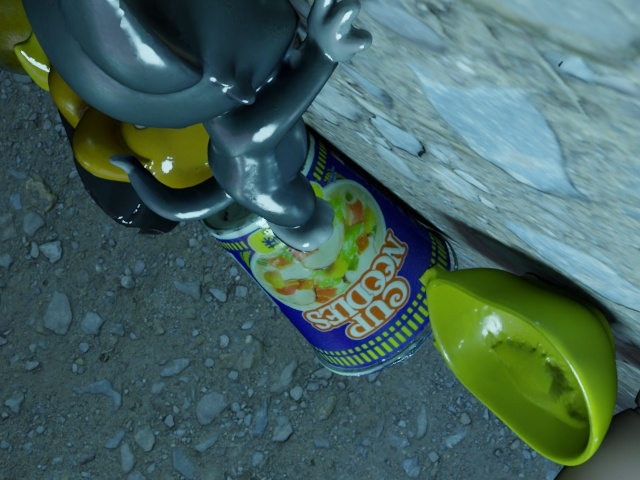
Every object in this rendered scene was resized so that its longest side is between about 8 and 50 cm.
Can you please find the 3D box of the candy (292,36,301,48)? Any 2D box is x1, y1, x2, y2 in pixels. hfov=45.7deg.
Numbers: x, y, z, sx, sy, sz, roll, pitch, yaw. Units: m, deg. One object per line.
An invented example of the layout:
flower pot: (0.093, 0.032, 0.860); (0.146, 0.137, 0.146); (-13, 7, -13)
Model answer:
candy: (-0.060, -0.151, 0.554); (0.103, 0.043, 0.103); (34, 180, 0)

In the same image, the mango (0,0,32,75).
mango: (-0.535, -0.404, 1.390); (0.383, 0.199, 0.221); (21, 166, 31)

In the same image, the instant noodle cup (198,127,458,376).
instant noodle cup: (0.000, 0.000, 1.092); (0.312, 0.284, 0.284); (44, 175, -34)

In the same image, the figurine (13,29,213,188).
figurine: (-0.188, -0.155, 0.798); (0.215, 0.215, 0.228); (35, 169, -36)

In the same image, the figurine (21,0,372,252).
figurine: (-0.074, -0.096, 0.426); (0.193, 0.140, 0.265); (49, 160, 38)

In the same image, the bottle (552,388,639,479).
bottle: (0.362, 0.293, 0.823); (0.173, 0.297, 0.206); (34, -175, -25)

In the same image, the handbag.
handbag: (-0.256, -0.149, 1.050); (0.177, 0.275, 0.302); (25, 180, -1)

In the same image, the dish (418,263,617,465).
dish: (0.240, 0.117, 0.866); (0.262, 0.108, 0.221); (36, 150, 48)
